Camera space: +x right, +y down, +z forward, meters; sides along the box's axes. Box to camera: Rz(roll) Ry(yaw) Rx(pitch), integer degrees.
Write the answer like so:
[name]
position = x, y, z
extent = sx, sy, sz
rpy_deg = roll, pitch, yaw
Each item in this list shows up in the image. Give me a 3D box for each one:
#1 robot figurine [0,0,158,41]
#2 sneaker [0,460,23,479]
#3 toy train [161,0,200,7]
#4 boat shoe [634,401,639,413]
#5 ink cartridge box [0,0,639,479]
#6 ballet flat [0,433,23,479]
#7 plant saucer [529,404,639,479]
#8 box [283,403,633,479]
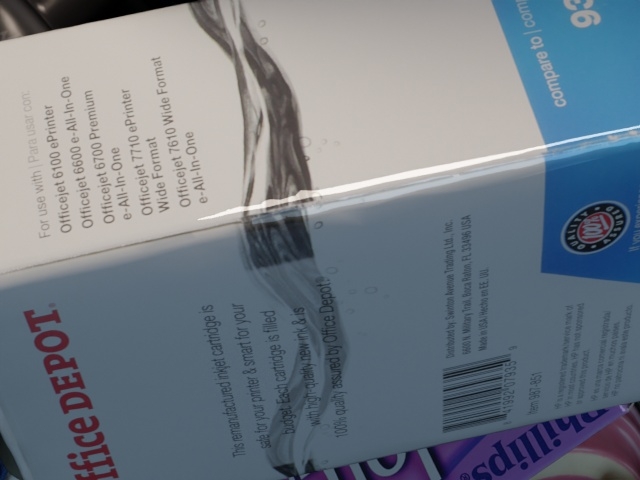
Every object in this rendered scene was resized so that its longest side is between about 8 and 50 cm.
[robot figurine]
position = -0.203, -0.047, 0.866
extent = 0.278, 0.173, 0.209
rpy_deg = -42, 95, -5
[sneaker]
position = -0.248, 0.244, 1.068
extent = 0.323, 0.130, 0.236
rpy_deg = -32, 105, 15
[toy train]
position = -0.003, -0.158, 0.992
extent = 0.184, 0.080, 0.105
rpy_deg = -40, 124, -6
[boat shoe]
position = 0.265, 0.070, 1.268
extent = 0.091, 0.114, 0.302
rpy_deg = -43, 146, -6
[ink cartridge box]
position = 0.000, 0.000, 0.764
extent = 0.307, 0.129, 0.223
rpy_deg = -12, 146, -4
[ballet flat]
position = -0.125, 0.058, 0.930
extent = 0.213, 0.072, 0.068
rpy_deg = -48, 170, 19
[plant saucer]
position = 0.132, 0.247, 1.307
extent = 0.332, 0.084, 0.332
rpy_deg = -15, 124, -23
[box]
position = 0.028, 0.047, 0.981
extent = 0.213, 0.117, 0.243
rpy_deg = -38, 89, 19
